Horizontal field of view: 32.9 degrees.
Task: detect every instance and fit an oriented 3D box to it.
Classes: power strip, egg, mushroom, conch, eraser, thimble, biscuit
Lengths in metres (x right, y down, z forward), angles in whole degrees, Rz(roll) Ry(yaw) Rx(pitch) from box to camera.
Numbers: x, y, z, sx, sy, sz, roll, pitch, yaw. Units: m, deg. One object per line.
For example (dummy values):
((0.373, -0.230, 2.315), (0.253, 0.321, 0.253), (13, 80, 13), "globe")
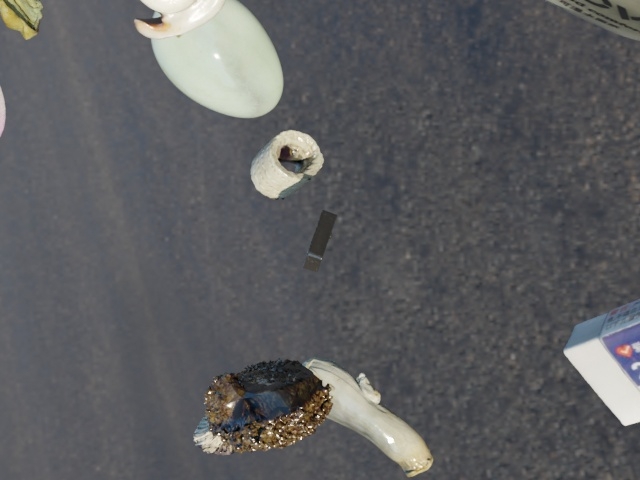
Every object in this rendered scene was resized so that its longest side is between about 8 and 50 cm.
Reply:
((0.000, 0.000, 1.724), (0.038, 0.029, 0.111), (110, 179, -46), "power strip")
((-0.176, -0.321, 1.872), (0.264, 0.183, 0.183), (44, 148, -13), "egg")
((0.076, 0.300, 1.846), (0.278, 0.099, 0.096), (37, 142, 3), "mushroom")
((-0.141, -0.252, 1.059), (0.176, 0.094, 0.105), (-137, 40, -73), "conch")
((0.382, 0.115, 1.159), (0.124, 0.068, 0.210), (48, 135, -12), "eraser")
((-0.063, -0.135, 1.950), (0.090, 0.115, 0.102), (-38, 68, 49), "thimble")
((-0.420, -0.393, 1.422), (0.036, 0.187, 0.274), (-26, 34, 20), "biscuit")

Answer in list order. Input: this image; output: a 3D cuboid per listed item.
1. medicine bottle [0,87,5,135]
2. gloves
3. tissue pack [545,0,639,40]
((-0.596, -0.145, 1.464), (0.241, 0.302, 0.241), (12, 123, 19), "medicine bottle")
((-0.099, 0.264, 1.721), (0.312, 0.210, 0.135), (-23, 82, 57), "gloves")
((0.306, -0.291, 0.981), (0.390, 0.375, 0.195), (-127, 55, -87), "tissue pack")
